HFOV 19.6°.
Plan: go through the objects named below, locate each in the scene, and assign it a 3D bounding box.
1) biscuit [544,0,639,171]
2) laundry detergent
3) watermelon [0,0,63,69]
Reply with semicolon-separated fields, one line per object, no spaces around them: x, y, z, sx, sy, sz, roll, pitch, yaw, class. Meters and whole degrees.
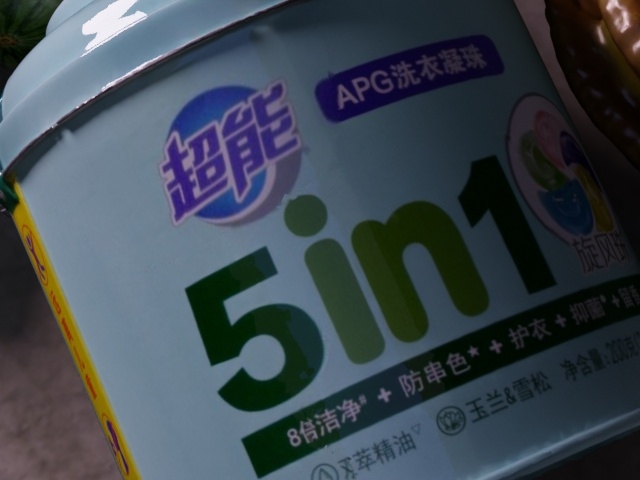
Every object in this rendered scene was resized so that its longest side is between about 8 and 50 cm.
0.221;-0.097;0.961;0.220;0.220;0.066;48;134;12;biscuit
0.000;0.000;0.934;0.287;0.287;0.305;-25;81;6;laundry detergent
-0.126;-0.195;1.038;0.127;0.204;0.232;18;48;-16;watermelon
